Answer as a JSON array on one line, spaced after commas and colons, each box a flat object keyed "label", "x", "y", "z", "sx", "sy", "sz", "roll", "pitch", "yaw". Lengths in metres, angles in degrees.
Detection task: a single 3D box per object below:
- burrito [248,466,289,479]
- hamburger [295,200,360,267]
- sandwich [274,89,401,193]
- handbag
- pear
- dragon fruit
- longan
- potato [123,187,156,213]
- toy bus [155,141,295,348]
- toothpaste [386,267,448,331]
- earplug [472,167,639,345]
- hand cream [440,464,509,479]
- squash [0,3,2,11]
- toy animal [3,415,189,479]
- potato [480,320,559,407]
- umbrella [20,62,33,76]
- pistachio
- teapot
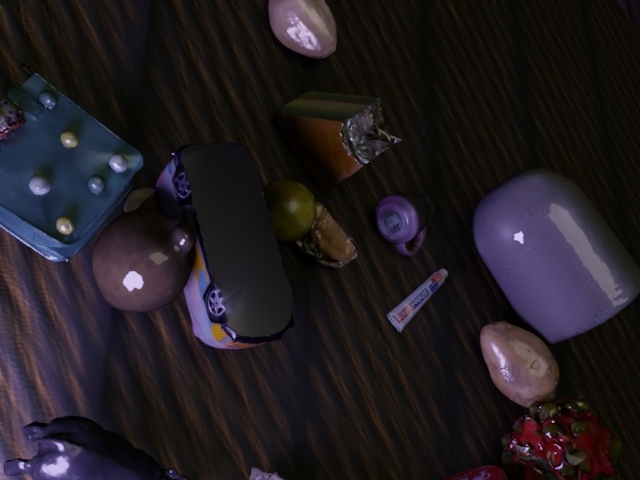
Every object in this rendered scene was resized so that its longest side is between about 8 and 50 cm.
[{"label": "burrito", "x": -0.121, "y": 0.552, "z": 1.148, "sx": 0.190, "sy": 0.135, "sz": 0.332, "roll": 40, "pitch": 55, "yaw": -3}, {"label": "hamburger", "x": -0.007, "y": 0.001, "z": 1.508, "sx": 0.102, "sy": 0.087, "sz": 0.176, "roll": -49, "pitch": 112, "yaw": -21}, {"label": "sandwich", "x": 0.037, "y": -0.260, "z": 1.570, "sx": 0.155, "sy": 0.198, "sz": 0.227, "roll": -39, "pitch": 94, "yaw": -39}, {"label": "handbag", "x": -0.478, "y": -0.131, "z": 1.223, "sx": 0.274, "sy": 0.100, "sz": 0.268, "roll": 41, "pitch": 54, "yaw": -14}, {"label": "pear", "x": -0.079, "y": -0.067, "z": 1.435, "sx": 0.104, "sy": 0.141, "sz": 0.141, "roll": 43, "pitch": 38, "yaw": -65}, {"label": "dragon fruit", "x": 0.544, "y": 0.476, "z": 1.579, "sx": 0.303, "sy": 0.231, "sz": 0.237, "roll": -18, "pitch": 63, "yaw": -40}, {"label": "longan", "x": -0.301, "y": 0.029, "z": 1.214, "sx": 0.159, "sy": 0.204, "sz": 0.185, "roll": 28, "pitch": 40, "yaw": -56}, {"label": "potato", "x": -0.352, "y": -0.068, "z": 1.325, "sx": 0.036, "sy": 0.037, "sz": 0.093, "roll": 27, "pitch": 38, "yaw": 1}, {"label": "toy bus", "x": -0.182, "y": 0.022, "z": 1.319, "sx": 0.171, "sy": 0.162, "sz": 0.386, "roll": -8, "pitch": 75, "yaw": -35}, {"label": "toothpaste", "x": 0.233, "y": 0.134, "z": 1.644, "sx": 0.218, "sy": 0.033, "sz": 0.052, "roll": -39, "pitch": 90, "yaw": -35}, {"label": "earplug", "x": 0.560, "y": 0.020, "z": 1.746, "sx": 0.313, "sy": 0.312, "sz": 0.394, "roll": -34, "pitch": 89, "yaw": -39}, {"label": "hand cream", "x": 0.291, "y": 0.557, "z": 1.374, "sx": 0.230, "sy": 0.230, "sz": 0.149, "roll": -18, "pitch": 79, "yaw": -38}, {"label": "squash", "x": -0.631, "y": -0.424, "z": 1.295, "sx": 0.089, "sy": 0.027, "sz": 0.027, "roll": -36, "pitch": 92, "yaw": -38}, {"label": "toy animal", "x": -0.303, "y": 0.370, "z": 1.086, "sx": 0.343, "sy": 0.168, "sz": 0.106, "roll": 36, "pitch": 51, "yaw": -31}, {"label": "potato", "x": 0.484, "y": 0.293, "z": 1.674, "sx": 0.161, "sy": 0.128, "sz": 0.234, "roll": -20, "pitch": 84, "yaw": -18}, {"label": "umbrella", "x": -0.519, "y": -0.289, "z": 1.320, "sx": 0.122, "sy": 0.013, "sz": 0.022, "roll": 44, "pitch": 31, "yaw": -9}, {"label": "pistachio", "x": -0.045, "y": -0.526, "z": 1.693, "sx": 0.145, "sy": 0.117, "sz": 0.200, "roll": -38, "pitch": 103, "yaw": -1}, {"label": "teapot", "x": 0.216, "y": -0.050, "z": 1.662, "sx": 0.146, "sy": 0.116, "sz": 0.148, "roll": -25, "pitch": 81, "yaw": -49}]
